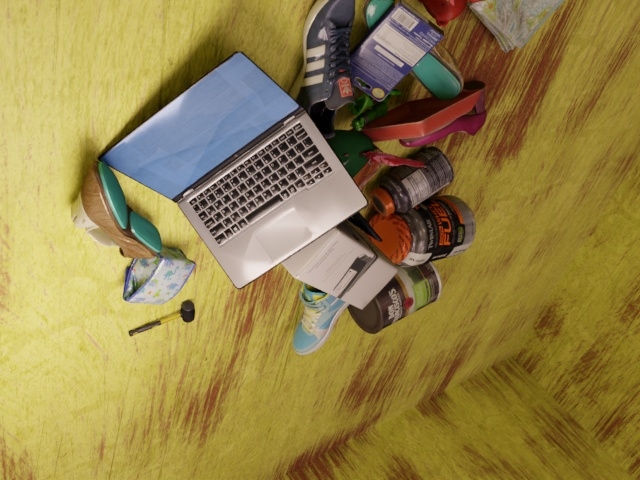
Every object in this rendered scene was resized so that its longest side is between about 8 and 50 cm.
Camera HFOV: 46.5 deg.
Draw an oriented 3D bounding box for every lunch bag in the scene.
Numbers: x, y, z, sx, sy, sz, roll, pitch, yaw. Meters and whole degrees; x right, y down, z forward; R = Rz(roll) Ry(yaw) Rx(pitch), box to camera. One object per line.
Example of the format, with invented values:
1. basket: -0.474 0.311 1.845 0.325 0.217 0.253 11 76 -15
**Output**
1. lunch bag: -0.403 0.090 1.825 0.129 0.096 0.151 15 108 -55

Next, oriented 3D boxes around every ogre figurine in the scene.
1. ogre figurine: 0.134 -0.372 1.847 0.118 0.097 0.197 -8 95 -47

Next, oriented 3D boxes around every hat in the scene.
1. hat: 0.118 -0.248 1.844 0.184 0.173 0.208 -30 146 9

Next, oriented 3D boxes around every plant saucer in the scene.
1. plant saucer: 0.242 -0.309 1.889 0.258 0.259 0.047 -31 110 -36

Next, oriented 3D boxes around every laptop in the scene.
1. laptop: 0.062 -0.151 1.865 0.136 0.264 0.234 -52 149 -3
2. laptop: -0.175 -0.126 1.608 0.382 0.408 0.236 -33 -176 15

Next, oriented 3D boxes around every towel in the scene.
1. towel: 0.558 -0.697 1.938 0.374 0.090 0.320 -51 149 14

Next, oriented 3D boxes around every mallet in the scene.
1. mallet: -0.426 0.213 2.014 0.190 0.039 0.062 -15 141 -31

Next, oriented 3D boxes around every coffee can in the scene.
1. coffee can: 0.248 0.174 2.556 0.275 0.201 0.201 -24 144 -29

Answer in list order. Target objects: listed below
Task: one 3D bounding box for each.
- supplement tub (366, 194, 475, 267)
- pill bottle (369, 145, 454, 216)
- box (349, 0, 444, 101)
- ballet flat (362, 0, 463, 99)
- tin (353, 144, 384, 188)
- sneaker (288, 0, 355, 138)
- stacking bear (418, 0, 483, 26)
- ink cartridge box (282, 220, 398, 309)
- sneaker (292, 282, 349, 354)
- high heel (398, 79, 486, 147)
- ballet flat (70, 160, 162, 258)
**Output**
1. supplement tub: 0.320 -0.029 2.380 0.338 0.207 0.207 -12 138 -41
2. pill bottle: 0.267 -0.169 2.223 0.246 0.130 0.130 -33 148 -14
3. box: 0.159 -0.436 1.721 0.136 0.036 0.225 30 128 -22
4. ballet flat: 0.220 -0.476 1.785 0.123 0.123 0.348 -47 120 7
5. tin: 0.100 -0.191 2.099 0.189 0.040 0.106 -47 153 7
6. sneaker: 0.031 -0.385 1.673 0.131 0.148 0.350 -18 141 -34
7. stacking bear: 0.366 -0.631 1.745 0.289 0.175 0.164 -37 -177 11
8. ink cartridge box: 0.000 0.000 1.980 0.166 0.285 0.395 -47 149 7
9. sneaker: -0.029 0.224 2.386 0.319 0.127 0.208 -58 149 7
10. high heel: 0.355 -0.306 2.124 0.377 0.127 0.181 -32 138 -30
11. ballet flat: -0.455 -0.048 1.597 0.124 0.116 0.342 -14 155 4
